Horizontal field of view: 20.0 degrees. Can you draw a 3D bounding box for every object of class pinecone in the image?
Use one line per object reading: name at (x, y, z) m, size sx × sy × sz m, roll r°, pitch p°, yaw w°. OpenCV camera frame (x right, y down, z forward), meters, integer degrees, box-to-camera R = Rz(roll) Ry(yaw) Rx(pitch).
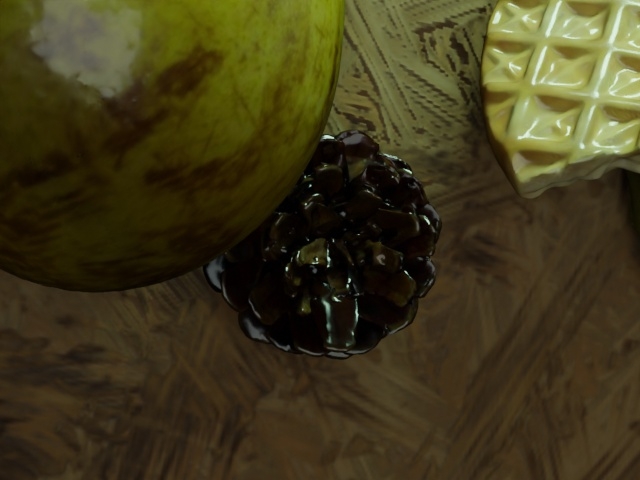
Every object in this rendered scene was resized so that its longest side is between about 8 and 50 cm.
pinecone at (0.002, 0.000, 1.035) m, size 0.140 × 0.121 × 0.140 m, roll 0°, pitch 89°, yaw -9°

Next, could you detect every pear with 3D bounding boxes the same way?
pear at (-0.116, -0.117, 0.931) m, size 0.280 × 0.281 × 0.281 m, roll -1°, pitch 98°, yaw -9°

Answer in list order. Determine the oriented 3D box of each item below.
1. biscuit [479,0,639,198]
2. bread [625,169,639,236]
biscuit at (0.231, -0.135, 1.032) m, size 0.309 × 0.040 × 0.204 m, roll -13°, pitch 56°, yaw -5°
bread at (0.225, -0.056, 1.070) m, size 0.110 × 0.103 × 0.156 m, roll 41°, pitch 82°, yaw -18°
